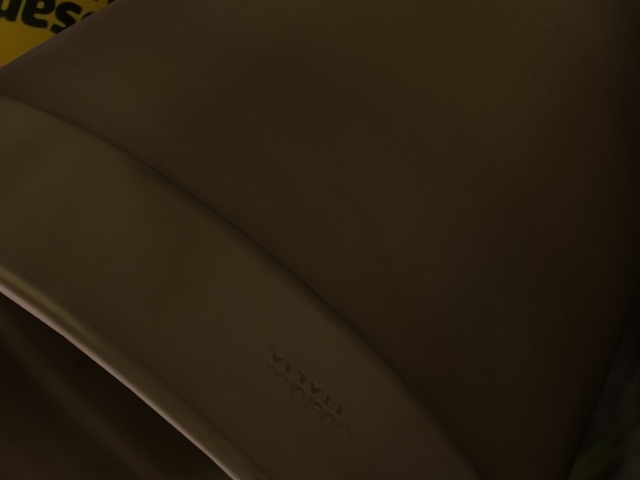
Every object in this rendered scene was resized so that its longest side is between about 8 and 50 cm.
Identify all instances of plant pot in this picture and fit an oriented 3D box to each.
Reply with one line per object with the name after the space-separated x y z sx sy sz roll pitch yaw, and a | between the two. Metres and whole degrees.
0.000 0.000 0.732 0.323 0.323 0.280 19 60 44 | plant pot

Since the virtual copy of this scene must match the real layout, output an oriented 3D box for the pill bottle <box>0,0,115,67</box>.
-0.150 -0.070 0.953 0.188 0.188 0.334 -6 60 37 | pill bottle
